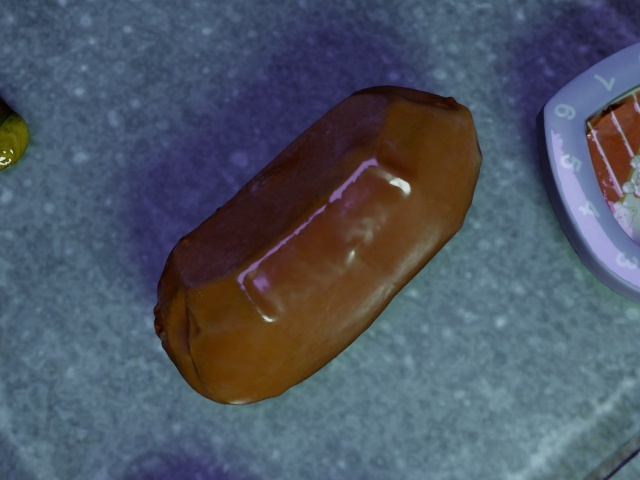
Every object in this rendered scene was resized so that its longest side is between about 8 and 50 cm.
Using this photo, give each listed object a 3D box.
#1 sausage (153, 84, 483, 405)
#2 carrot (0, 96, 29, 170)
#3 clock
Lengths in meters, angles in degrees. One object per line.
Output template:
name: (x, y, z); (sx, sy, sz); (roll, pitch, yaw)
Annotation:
sausage: (0.001, 0.002, 0.661); (0.133, 0.133, 0.258); (44, 82, 12)
carrot: (-0.330, -0.144, 0.746); (0.260, 0.070, 0.070); (39, 81, 11)
clock: (0.233, -0.055, 0.693); (0.172, 0.064, 0.198); (22, 78, 8)
